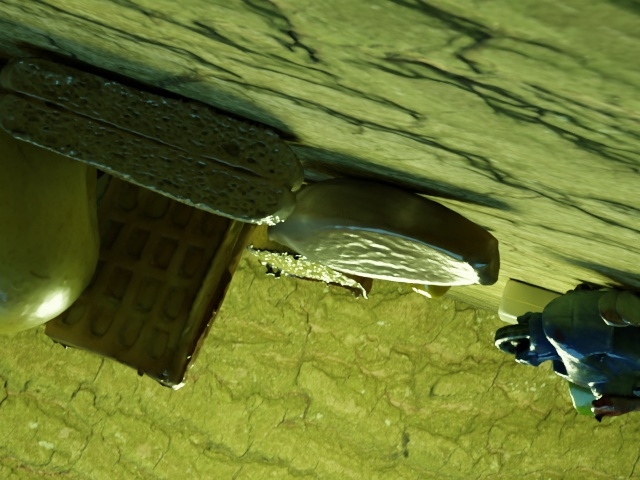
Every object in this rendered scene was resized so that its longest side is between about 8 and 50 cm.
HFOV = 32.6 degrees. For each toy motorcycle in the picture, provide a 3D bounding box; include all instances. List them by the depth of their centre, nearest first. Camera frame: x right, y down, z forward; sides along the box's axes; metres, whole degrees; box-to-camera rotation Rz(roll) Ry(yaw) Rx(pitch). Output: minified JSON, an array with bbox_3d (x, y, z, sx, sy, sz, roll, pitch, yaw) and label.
[{"bbox_3d":[0.428,0.129,1.542,0.319,0.241,0.182,13,-141,-17],"label":"toy motorcycle"}]

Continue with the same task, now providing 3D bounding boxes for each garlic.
[{"bbox_3d":[0.066,-0.011,1.289,0.318,0.112,0.143,18,155,35],"label":"garlic"}]

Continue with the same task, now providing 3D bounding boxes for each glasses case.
[{"bbox_3d":[0.424,0.138,2.170,0.131,0.070,0.313,17,177,12],"label":"glasses case"}]

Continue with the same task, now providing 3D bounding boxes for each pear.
[{"bbox_3d":[-0.431,-0.052,1.347,0.348,0.348,0.348,18,177,1],"label":"pear"}]

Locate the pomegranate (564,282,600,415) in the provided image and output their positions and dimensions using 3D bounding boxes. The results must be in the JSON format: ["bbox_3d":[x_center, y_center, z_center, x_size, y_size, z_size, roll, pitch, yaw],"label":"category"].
[{"bbox_3d":[0.461,0.157,1.747,0.159,0.241,0.190,-15,-167,16],"label":"pomegranate"}]

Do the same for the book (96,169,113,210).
[{"bbox_3d":[-0.308,-0.082,1.708,0.289,0.201,0.026,15,133,29],"label":"book"}]

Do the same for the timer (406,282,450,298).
[{"bbox_3d":[0.161,0.025,1.441,0.109,0.107,0.107,21,178,28],"label":"timer"}]

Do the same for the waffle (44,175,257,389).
[{"bbox_3d":[-0.223,0.021,1.505,0.224,0.328,0.098,17,169,23],"label":"waffle"}]

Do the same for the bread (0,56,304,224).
[{"bbox_3d":[-0.184,-0.104,1.193,0.337,0.102,0.183,19,176,-5],"label":"bread"}]

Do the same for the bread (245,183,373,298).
[{"bbox_3d":[0.001,-0.008,1.540,0.129,0.134,0.260,31,166,-26],"label":"bread"}]
